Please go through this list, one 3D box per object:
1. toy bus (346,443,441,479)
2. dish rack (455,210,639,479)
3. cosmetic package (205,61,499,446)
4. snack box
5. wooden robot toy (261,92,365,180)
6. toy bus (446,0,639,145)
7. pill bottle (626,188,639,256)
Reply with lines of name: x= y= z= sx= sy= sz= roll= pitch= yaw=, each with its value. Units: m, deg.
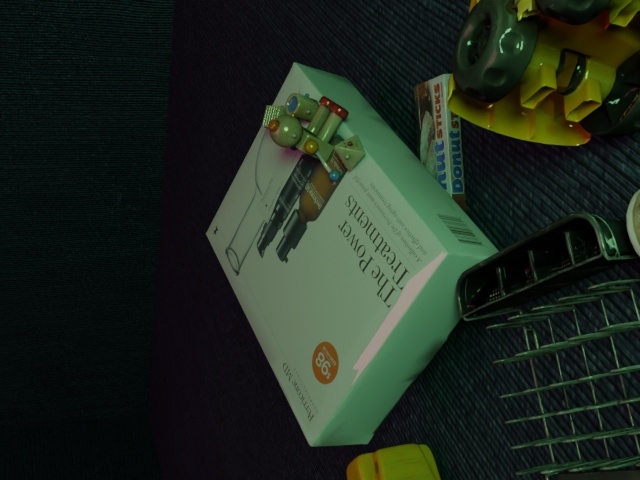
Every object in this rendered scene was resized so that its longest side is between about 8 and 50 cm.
toy bus: x=0.128 y=0.388 z=0.831 sx=0.130 sy=0.108 sz=0.333 roll=121 pitch=140 yaw=-54
dish rack: x=0.216 y=0.130 z=0.623 sx=0.208 sy=0.074 sz=0.272 roll=136 pitch=127 yaw=-63
cosmetic package: x=0.011 y=0.006 z=0.912 sx=0.285 sy=0.097 sz=0.377 roll=-61 pitch=42 yaw=27
snack box: x=0.136 y=-0.093 z=0.861 sx=0.064 sy=0.022 sz=0.178 roll=176 pitch=91 yaw=-65
wooden robot toy: x=-0.025 y=-0.130 z=0.845 sx=0.173 sy=0.079 sz=0.076 roll=41 pitch=112 yaw=47
toy bus: x=0.201 y=-0.203 z=0.555 sx=0.220 sy=0.149 sz=0.212 roll=138 pitch=141 yaw=-61
pill bottle: x=0.263 y=-0.021 z=0.489 sx=0.120 sy=0.067 sz=0.067 roll=149 pitch=116 yaw=-66
